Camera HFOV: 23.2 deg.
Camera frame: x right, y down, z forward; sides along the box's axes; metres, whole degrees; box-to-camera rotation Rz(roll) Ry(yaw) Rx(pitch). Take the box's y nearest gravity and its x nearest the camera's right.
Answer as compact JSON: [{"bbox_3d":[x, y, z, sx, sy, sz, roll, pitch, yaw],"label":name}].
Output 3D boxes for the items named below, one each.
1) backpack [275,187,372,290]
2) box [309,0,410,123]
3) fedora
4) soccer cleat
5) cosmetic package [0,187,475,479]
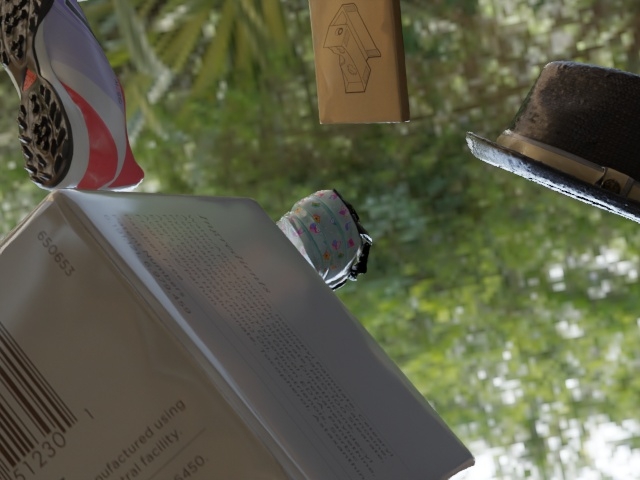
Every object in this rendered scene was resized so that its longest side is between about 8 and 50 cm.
[{"bbox_3d":[0.000,0.000,2.349,0.115,0.152,0.182,-36,172,-18],"label":"backpack"},{"bbox_3d":[0.049,-0.257,2.091,0.021,0.201,0.164,-12,-170,-41],"label":"box"},{"bbox_3d":[0.344,-0.112,1.801,0.334,0.152,0.334,22,-176,-2],"label":"fedora"},{"bbox_3d":[-0.275,-0.188,1.687,0.116,0.318,0.109,10,143,-43],"label":"soccer cleat"},{"bbox_3d":[-0.132,0.182,1.245,0.329,0.327,0.394,-44,168,14],"label":"cosmetic package"}]
